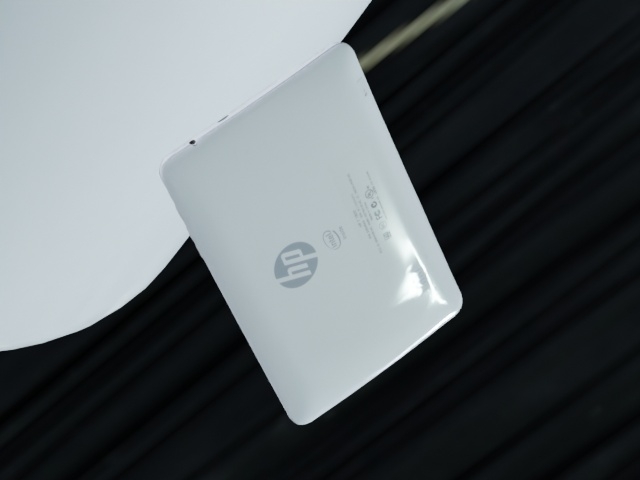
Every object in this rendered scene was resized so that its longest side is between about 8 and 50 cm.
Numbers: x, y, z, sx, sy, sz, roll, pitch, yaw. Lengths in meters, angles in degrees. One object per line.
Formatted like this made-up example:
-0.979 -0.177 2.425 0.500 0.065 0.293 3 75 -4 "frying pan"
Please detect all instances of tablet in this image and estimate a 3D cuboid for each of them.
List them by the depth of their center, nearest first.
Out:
0.000 0.000 0.434 0.006 0.054 0.083 34 -25 54 "tablet"

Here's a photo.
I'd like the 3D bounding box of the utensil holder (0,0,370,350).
-0.089 -0.197 0.597 0.327 0.385 0.327 22 40 -20 "utensil holder"
